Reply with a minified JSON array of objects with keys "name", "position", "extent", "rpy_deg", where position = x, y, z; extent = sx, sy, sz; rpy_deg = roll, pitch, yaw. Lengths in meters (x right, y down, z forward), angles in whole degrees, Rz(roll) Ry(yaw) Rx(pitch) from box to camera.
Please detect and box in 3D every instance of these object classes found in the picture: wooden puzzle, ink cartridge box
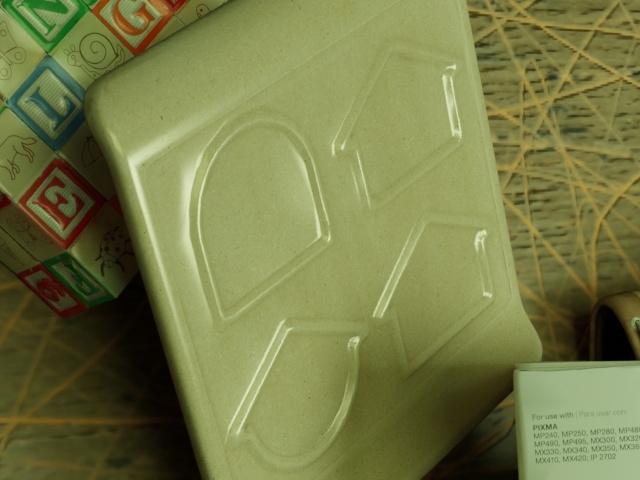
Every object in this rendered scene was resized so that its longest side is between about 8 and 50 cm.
[{"name":"wooden puzzle","position":[0.000,0.000,1.110],"extent":[0.322,0.080,0.348],"rpy_deg":[-37,120,-39]},{"name":"ink cartridge box","position":[0.183,0.195,1.120],"extent":[0.100,0.172,0.237],"rpy_deg":[-4,85,8]}]

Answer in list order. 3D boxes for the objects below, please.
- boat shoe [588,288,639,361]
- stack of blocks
[{"name":"boat shoe","position":[0.245,0.189,1.259],"extent":[0.116,0.123,0.324],"rpy_deg":[6,70,-23]},{"name":"stack of blocks","position":[-0.124,-0.120,1.110],"extent":[0.171,0.087,0.297],"rpy_deg":[45,61,-15]}]
